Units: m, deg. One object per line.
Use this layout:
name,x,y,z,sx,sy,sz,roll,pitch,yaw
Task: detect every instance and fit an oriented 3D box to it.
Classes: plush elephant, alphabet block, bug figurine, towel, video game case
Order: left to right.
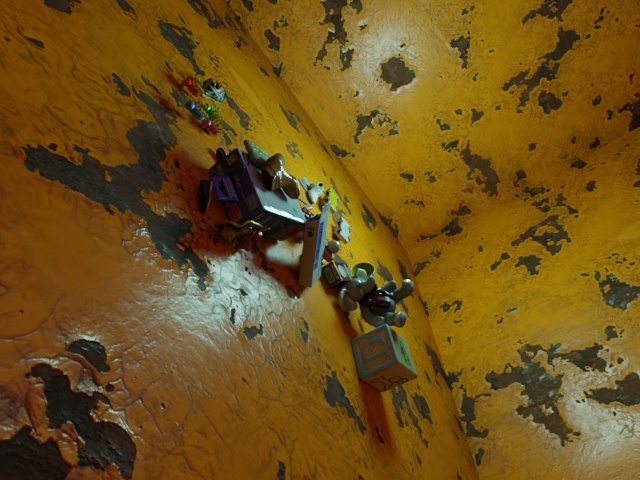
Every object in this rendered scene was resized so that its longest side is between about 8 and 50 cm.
bug figurine,-0.468,-0.524,1.625,0.216,0.072,0.279,49,15,-46
towel,-0.226,-0.311,1.537,0.148,0.027,0.110,26,35,-58
video game case,-0.088,-0.328,2.412,0.087,0.011,0.122,59,18,-4
plush elephant,0.233,0.256,1.915,0.255,0.330,0.272,45,48,-15
alphabet block,0.274,0.510,1.775,0.197,0.192,0.193,44,25,-40

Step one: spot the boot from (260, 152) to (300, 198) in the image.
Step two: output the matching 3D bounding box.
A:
boot,-0.153,-0.212,1.517,0.197,0.073,0.152,62,27,-22

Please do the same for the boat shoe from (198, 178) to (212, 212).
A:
boat shoe,-0.376,-0.143,1.327,0.042,0.049,0.133,14,48,-26

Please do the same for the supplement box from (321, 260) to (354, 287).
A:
supplement box,0.083,0.167,1.975,0.104,0.081,0.188,65,19,17

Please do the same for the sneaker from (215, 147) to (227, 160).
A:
sneaker,-0.374,-0.312,1.610,0.109,0.040,0.044,62,2,-2

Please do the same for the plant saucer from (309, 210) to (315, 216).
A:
plant saucer,-0.040,-0.079,2.123,0.168,0.029,0.168,49,22,-28

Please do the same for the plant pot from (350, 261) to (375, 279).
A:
plant pot,0.241,0.201,2.297,0.134,0.134,0.095,-93,173,-55

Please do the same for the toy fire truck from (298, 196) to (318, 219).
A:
toy fire truck,-0.074,-0.153,2.043,0.192,0.047,0.135,27,44,-21

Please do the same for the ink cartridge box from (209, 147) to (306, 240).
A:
ink cartridge box,-0.240,-0.165,1.538,0.395,0.151,0.270,21,40,-64

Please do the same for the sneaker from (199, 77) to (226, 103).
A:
sneaker,-0.468,-0.675,1.844,0.084,0.083,0.215,56,17,-6

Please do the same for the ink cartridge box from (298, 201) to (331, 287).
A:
ink cartridge box,-0.023,0.009,1.668,0.165,0.065,0.333,-40,141,-71

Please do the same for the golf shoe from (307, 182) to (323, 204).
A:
golf shoe,-0.024,-0.280,2.367,0.176,0.086,0.069,-89,155,-45

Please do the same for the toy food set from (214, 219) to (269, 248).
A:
toy food set,-0.253,-0.014,1.338,0.218,0.128,0.071,23,61,-68

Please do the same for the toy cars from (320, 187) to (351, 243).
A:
toy cars,0.083,-0.139,2.461,0.176,0.087,0.394,16,50,-58

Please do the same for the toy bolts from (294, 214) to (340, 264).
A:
toy bolts,0.000,0.000,1.876,0.228,0.158,0.218,59,13,9
